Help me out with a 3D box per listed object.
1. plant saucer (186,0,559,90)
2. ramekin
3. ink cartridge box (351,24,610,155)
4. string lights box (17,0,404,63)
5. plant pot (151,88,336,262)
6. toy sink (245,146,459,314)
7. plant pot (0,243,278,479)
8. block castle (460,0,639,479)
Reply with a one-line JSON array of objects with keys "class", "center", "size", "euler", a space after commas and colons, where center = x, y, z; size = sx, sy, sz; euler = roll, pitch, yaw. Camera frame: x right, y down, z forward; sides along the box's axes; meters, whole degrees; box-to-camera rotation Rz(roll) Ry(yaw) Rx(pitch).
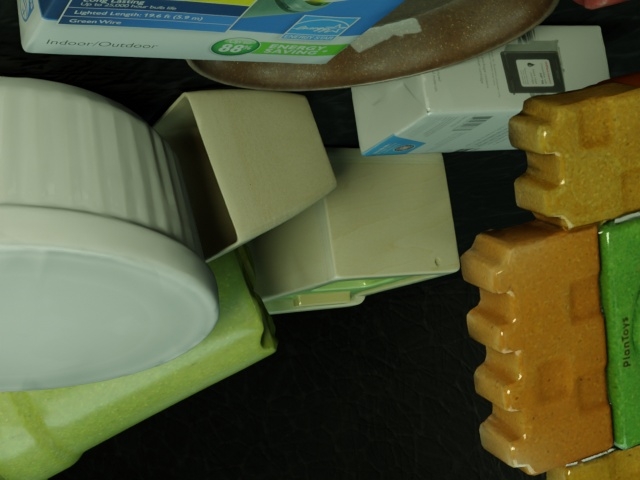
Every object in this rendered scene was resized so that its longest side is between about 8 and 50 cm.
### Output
[{"class": "plant saucer", "center": [0.025, -0.125, 0.571], "size": [0.198, 0.036, 0.198], "euler": [-8, 171, -1]}, {"class": "ramekin", "center": [-0.206, 0.001, 0.711], "size": [0.273, 0.127, 0.273], "euler": [-6, 157, -3]}, {"class": "ink cartridge box", "center": [0.124, -0.102, 0.745], "size": [0.180, 0.060, 0.104], "euler": [-5, 170, -24]}, {"class": "string lights box", "center": [-0.003, -0.135, 0.328], "size": [0.133, 0.077, 0.260], "euler": [-3, 170, -27]}, {"class": "plant pot", "center": [-0.053, -0.053, 0.788], "size": [0.096, 0.109, 0.109], "euler": [-19, 177, -27]}, {"class": "toy sink", "center": [0.000, 0.000, 1.081], "size": [0.153, 0.131, 0.234], "euler": [-2, 170, -37]}, {"class": "plant pot", "center": [-0.183, 0.056, 0.948], "size": [0.254, 0.276, 0.276], "euler": [-19, 172, -1]}, {"class": "block castle", "center": [0.200, 0.050, 0.385], "size": [0.213, 0.453, 0.303], "euler": [-13, -164, -15]}]
